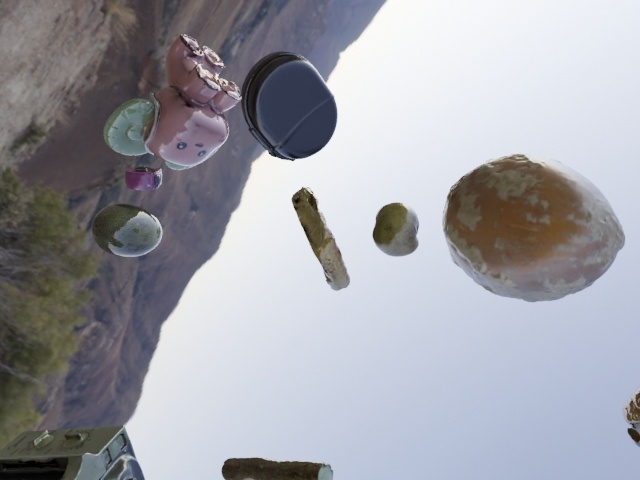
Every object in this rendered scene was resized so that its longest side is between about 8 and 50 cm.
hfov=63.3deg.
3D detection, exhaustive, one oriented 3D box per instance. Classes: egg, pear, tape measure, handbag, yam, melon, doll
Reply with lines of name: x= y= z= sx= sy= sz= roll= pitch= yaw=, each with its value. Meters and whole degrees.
egg: x=0.282 y=-0.019 z=0.717 sx=0.245 sy=0.203 sz=0.203 roll=23 pitch=-102 yaw=49
pear: x=0.228 y=-0.036 z=1.560 sx=0.167 sy=0.136 sz=0.167 roll=1 pitch=90 yaw=-74
tape measure: x=-0.594 y=-0.212 z=1.742 sx=0.125 sy=0.118 sz=0.074 roll=-135 pitch=-134 yaw=-67
handbag: x=-0.082 y=-0.363 z=1.438 sx=0.254 sy=0.308 sz=0.093 roll=-48 pitch=-142 yaw=-6
yam: x=-0.095 y=0.491 z=1.097 sx=0.252 sy=0.061 sz=0.061 roll=-10 pitch=-141 yaw=28
melon: x=-0.354 y=-0.018 z=0.955 sx=0.098 sy=0.098 sz=0.130 roll=-51 pitch=151 yaw=18
doll: x=-0.313 y=-0.275 z=1.150 sx=0.268 sy=0.284 sz=0.216 roll=-38 pitch=-116 yaw=22

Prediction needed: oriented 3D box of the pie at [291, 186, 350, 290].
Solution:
pie: x=0.000 y=0.000 z=1.580 sx=0.083 sy=0.340 sz=0.339 roll=-22 pitch=-165 yaw=-4

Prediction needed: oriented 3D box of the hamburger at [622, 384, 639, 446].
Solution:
hamburger: x=0.832 y=0.417 z=1.231 sx=0.209 sy=0.330 sz=0.162 roll=-53 pitch=-141 yaw=19

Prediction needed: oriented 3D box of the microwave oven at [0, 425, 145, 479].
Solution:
microwave oven: x=-0.372 y=0.444 z=0.643 sx=0.218 sy=0.286 sz=0.355 roll=-10 pitch=-167 yaw=16
